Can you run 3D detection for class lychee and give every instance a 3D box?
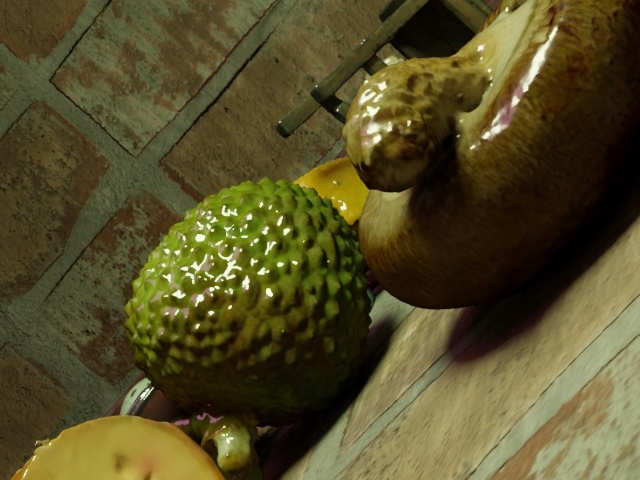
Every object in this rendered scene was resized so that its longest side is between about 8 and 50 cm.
[{"bbox_3d":[-0.077,0.089,1.707,0.320,0.270,0.270,-48,5,-23],"label":"lychee"}]

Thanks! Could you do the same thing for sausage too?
[{"bbox_3d":[-0.230,0.321,1.527,0.233,0.233,0.287,-54,7,-37],"label":"sausage"}]

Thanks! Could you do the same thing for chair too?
[{"bbox_3d":[0.178,-0.229,1.864,0.416,0.240,0.203,-52,4,-18],"label":"chair"}]

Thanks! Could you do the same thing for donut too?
[{"bbox_3d":[0.002,-0.002,2.020,0.277,0.108,0.277,-31,-18,-11],"label":"donut"}]

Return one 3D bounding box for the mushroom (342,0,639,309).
[{"bbox_3d":[0.162,-0.088,1.379,0.345,0.239,0.345,-28,14,7],"label":"mushroom"}]

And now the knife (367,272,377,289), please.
[{"bbox_3d":[0.062,0.052,2.036,0.247,0.018,0.035,-44,6,37],"label":"knife"}]

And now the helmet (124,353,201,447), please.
[{"bbox_3d":[-0.174,0.219,1.877,0.189,0.193,0.216,-63,-9,9],"label":"helmet"}]

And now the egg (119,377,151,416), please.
[{"bbox_3d":[-0.215,0.253,2.345,0.164,0.131,0.131,-27,3,-8],"label":"egg"}]

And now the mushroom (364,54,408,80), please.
[{"bbox_3d":[0.141,-0.175,2.101,0.226,0.178,0.226,-40,13,11],"label":"mushroom"}]

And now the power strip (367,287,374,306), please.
[{"bbox_3d":[-0.012,0.134,1.946,0.216,0.044,0.137,-50,7,-7],"label":"power strip"}]
